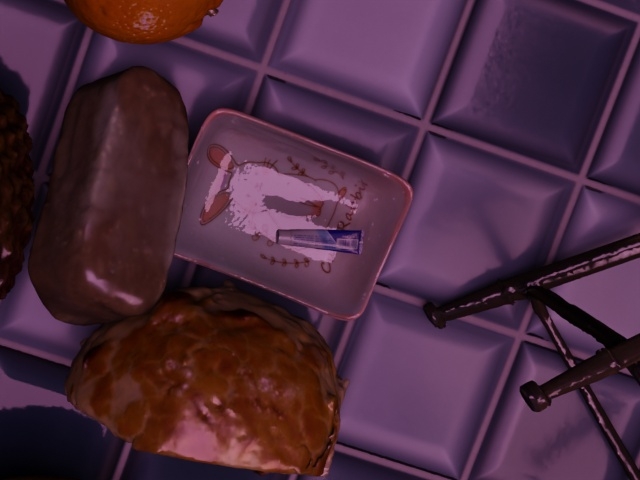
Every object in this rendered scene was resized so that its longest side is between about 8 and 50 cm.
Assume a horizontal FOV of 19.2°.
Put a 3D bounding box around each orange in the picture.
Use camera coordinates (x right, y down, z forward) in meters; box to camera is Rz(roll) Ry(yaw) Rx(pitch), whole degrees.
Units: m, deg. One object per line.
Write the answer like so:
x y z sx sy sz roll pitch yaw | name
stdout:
-0.154 -0.259 1.678 0.155 0.177 0.177 18 100 -23 | orange

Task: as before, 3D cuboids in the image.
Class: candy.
-0.188 -0.041 1.717 0.102 0.104 0.234 29 62 -37 | candy

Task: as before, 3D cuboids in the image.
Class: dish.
-0.035 -0.030 1.795 0.212 0.077 0.151 21 101 -11 | dish

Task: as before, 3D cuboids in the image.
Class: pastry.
-0.095 0.122 1.748 0.256 0.237 0.170 20 88 -10 | pastry

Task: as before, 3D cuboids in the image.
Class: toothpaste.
0.000 0.000 1.760 0.083 0.015 0.024 3 102 -13 | toothpaste

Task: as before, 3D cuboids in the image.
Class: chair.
0.392 0.131 1.752 0.410 0.362 0.364 -33 103 -4 | chair

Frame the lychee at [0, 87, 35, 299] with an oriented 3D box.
-0.365 -0.035 1.682 0.236 0.236 0.271 30 74 -12 | lychee

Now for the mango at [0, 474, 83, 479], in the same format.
-0.329 0.356 1.772 0.365 0.182 0.253 -32 131 2 | mango
